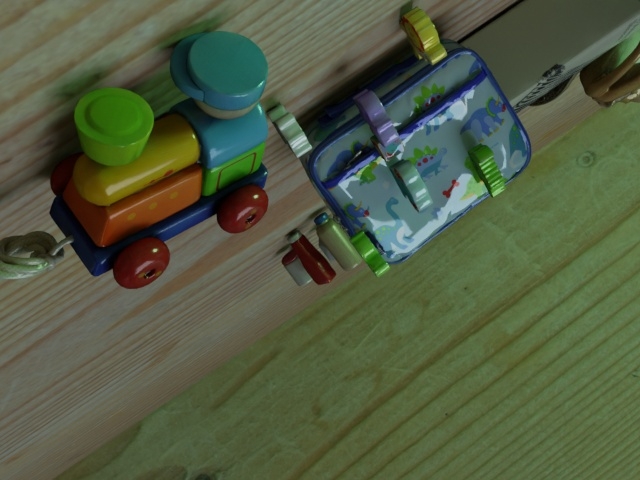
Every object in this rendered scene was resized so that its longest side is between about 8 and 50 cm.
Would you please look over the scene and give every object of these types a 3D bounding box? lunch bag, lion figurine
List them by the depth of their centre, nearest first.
[{"bbox_3d":[0.096,-0.095,0.897,0.219,0.176,0.090,-34,-152,1],"label":"lunch bag"},{"bbox_3d":[0.500,-0.299,1.403,0.240,0.142,0.392,-43,167,35],"label":"lion figurine"}]

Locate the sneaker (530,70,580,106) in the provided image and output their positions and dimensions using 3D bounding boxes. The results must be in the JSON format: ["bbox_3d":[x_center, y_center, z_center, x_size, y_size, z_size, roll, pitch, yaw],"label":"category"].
[{"bbox_3d":[0.387,-0.279,1.337,0.071,0.066,0.188,-34,175,-40],"label":"sneaker"}]

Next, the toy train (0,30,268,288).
[{"bbox_3d":[-0.141,-0.039,0.557,0.248,0.105,0.143,-30,160,-27],"label":"toy train"}]

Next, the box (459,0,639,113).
[{"bbox_3d":[0.264,-0.233,1.014,0.275,0.094,0.113,-34,172,-1],"label":"box"}]

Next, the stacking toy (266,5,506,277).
[{"bbox_3d":[0.072,-0.083,0.812,0.167,0.221,0.052,-34,-150,-1],"label":"stacking toy"}]

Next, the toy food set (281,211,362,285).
[{"bbox_3d":[0.000,0.000,1.406,0.111,0.105,0.232,-45,-164,-30],"label":"toy food set"}]
